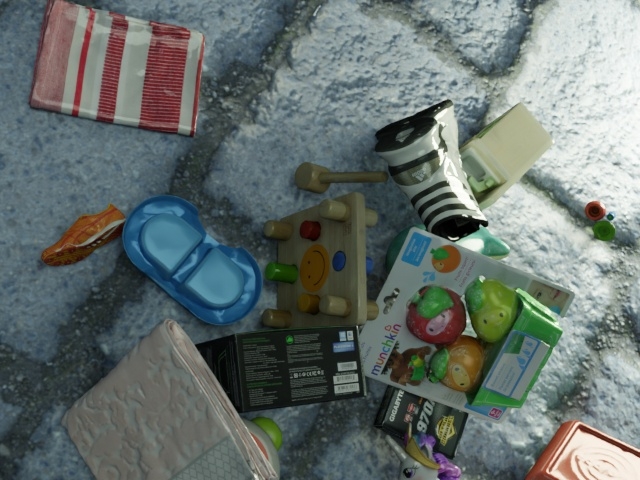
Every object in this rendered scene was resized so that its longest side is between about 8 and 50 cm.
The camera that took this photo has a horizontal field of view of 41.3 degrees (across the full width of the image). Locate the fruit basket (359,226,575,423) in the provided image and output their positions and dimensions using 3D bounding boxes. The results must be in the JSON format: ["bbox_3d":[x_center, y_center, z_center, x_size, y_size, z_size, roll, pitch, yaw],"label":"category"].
[{"bbox_3d":[0.271,0.180,1.652,0.352,0.165,0.327,20,108,-13],"label":"fruit basket"}]

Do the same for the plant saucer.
[{"bbox_3d":[0.574,0.477,1.725,0.258,0.048,0.259,23,33,27],"label":"plant saucer"}]

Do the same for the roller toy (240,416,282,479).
[{"bbox_3d":[-0.177,0.420,1.544,0.209,0.146,0.191,3,71,-9],"label":"roller toy"}]

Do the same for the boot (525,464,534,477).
[{"bbox_3d":[0.565,0.528,1.766,0.244,0.176,0.089,25,70,-11],"label":"boot"}]

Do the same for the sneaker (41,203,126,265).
[{"bbox_3d":[-0.453,-0.008,1.613,0.175,0.064,0.067,-32,69,-29],"label":"sneaker"}]

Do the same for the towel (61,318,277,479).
[{"bbox_3d":[-0.270,0.345,1.429,0.317,0.332,0.053,55,28,12],"label":"towel"}]

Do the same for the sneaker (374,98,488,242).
[{"bbox_3d":[0.232,-0.130,1.752,0.169,0.447,0.258,-22,101,18],"label":"sneaker"}]

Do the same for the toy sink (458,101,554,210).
[{"bbox_3d":[0.375,-0.178,1.897,0.234,0.153,0.131,-42,92,-23],"label":"toy sink"}]

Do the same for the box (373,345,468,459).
[{"bbox_3d":[0.228,0.319,1.767,0.175,0.051,0.220,28,68,-11],"label":"box"}]

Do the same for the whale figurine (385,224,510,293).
[{"bbox_3d":[0.266,0.022,1.779,0.271,0.216,0.141,-19,128,-19],"label":"whale figurine"}]

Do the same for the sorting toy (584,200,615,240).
[{"bbox_3d":[0.675,-0.052,2.031,0.042,0.061,0.102,-30,95,-58],"label":"sorting toy"}]

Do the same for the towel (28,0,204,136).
[{"bbox_3d":[-0.404,-0.349,1.724,0.328,0.037,0.237,9,74,-18],"label":"towel"}]

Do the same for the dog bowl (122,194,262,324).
[{"bbox_3d":[-0.253,0.044,1.655,0.297,0.074,0.166,41,67,-6],"label":"dog bowl"}]

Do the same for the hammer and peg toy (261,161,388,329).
[{"bbox_3d":[0.000,0.000,1.655,0.127,0.265,0.362,11,72,-37],"label":"hammer and peg toy"}]

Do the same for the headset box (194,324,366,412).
[{"bbox_3d":[-0.099,0.239,1.543,0.246,0.283,0.131,0,78,-31],"label":"headset box"}]

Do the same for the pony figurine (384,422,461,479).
[{"bbox_3d":[0.243,0.562,1.616,0.350,0.303,0.364,18,86,-5],"label":"pony figurine"}]
